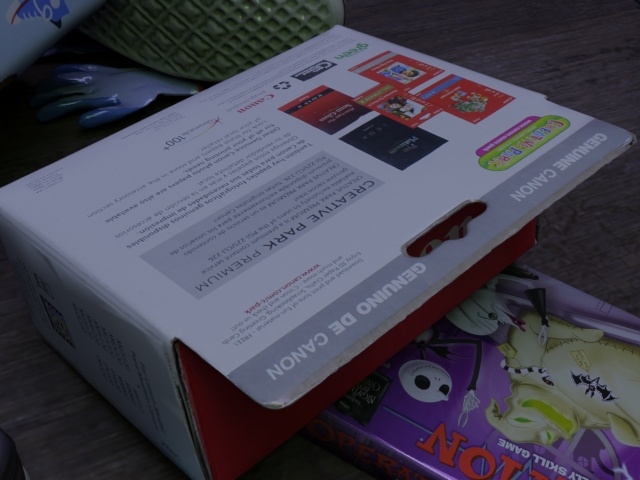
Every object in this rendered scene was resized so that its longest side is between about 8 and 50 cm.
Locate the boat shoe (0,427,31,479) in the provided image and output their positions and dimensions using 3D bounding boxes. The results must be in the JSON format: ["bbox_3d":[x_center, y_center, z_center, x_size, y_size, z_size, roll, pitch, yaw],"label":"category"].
[{"bbox_3d":[-0.272,0.177,0.401,0.285,0.092,0.103,-29,57,-33],"label":"boat shoe"}]

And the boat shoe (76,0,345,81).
[{"bbox_3d":[-0.198,-0.279,0.780,0.501,0.186,0.156,18,49,20],"label":"boat shoe"}]

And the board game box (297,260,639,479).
[{"bbox_3d":[0.183,0.128,0.569,0.347,0.056,0.208,26,51,15],"label":"board game box"}]

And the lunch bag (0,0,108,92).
[{"bbox_3d":[-0.397,-0.172,0.619,0.386,0.238,0.327,3,42,25],"label":"lunch bag"}]

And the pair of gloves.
[{"bbox_3d":[-0.202,-0.171,0.809,0.159,0.023,0.198,-10,44,-18],"label":"pair of gloves"}]

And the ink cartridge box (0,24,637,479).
[{"bbox_3d":[0.000,0.000,0.547,0.309,0.130,0.272,-33,44,-30],"label":"ink cartridge box"}]
